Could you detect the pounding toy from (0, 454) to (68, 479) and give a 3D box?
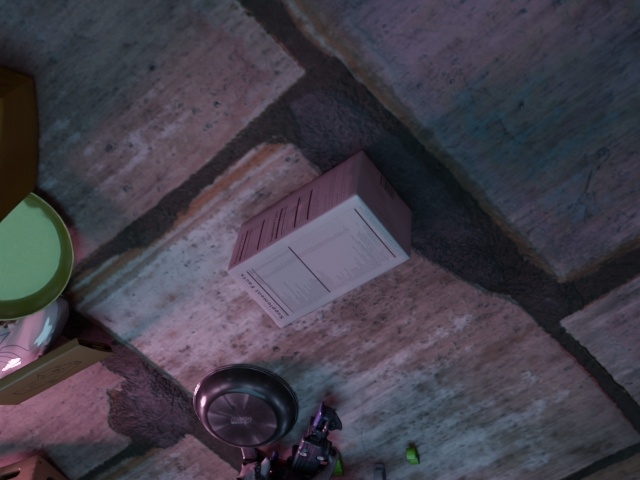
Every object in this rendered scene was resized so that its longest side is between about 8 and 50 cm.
[{"bbox_3d":[-0.546,0.527,1.826,0.181,0.094,0.206,-21,128,14],"label":"pounding toy"}]

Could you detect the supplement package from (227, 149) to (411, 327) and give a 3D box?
[{"bbox_3d":[0.000,0.000,1.365,0.244,0.133,0.139,-29,116,24],"label":"supplement package"}]

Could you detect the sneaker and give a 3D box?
[{"bbox_3d":[-0.548,0.176,1.577,0.129,0.111,0.297,44,118,-14],"label":"sneaker"}]

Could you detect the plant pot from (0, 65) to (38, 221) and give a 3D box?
[{"bbox_3d":[-0.524,-0.160,1.293,0.212,0.212,0.187,19,112,-6],"label":"plant pot"}]

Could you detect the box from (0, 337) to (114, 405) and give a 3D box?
[{"bbox_3d":[-0.473,0.228,1.545,0.201,0.164,0.021,-28,78,1],"label":"box"}]

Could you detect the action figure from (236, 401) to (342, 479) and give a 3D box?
[{"bbox_3d":[0.001,0.468,1.628,0.330,0.178,0.341,17,129,10],"label":"action figure"}]

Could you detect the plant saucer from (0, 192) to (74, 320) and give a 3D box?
[{"bbox_3d":[-0.524,0.015,1.469,0.241,0.037,0.240,-2,110,-7],"label":"plant saucer"}]

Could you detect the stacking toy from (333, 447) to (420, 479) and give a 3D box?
[{"bbox_3d":[0.119,0.485,1.729,0.167,0.052,0.221,-7,122,12],"label":"stacking toy"}]

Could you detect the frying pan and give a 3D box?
[{"bbox_3d":[-0.159,0.364,1.690,0.197,0.053,0.326,18,121,-4],"label":"frying pan"}]
